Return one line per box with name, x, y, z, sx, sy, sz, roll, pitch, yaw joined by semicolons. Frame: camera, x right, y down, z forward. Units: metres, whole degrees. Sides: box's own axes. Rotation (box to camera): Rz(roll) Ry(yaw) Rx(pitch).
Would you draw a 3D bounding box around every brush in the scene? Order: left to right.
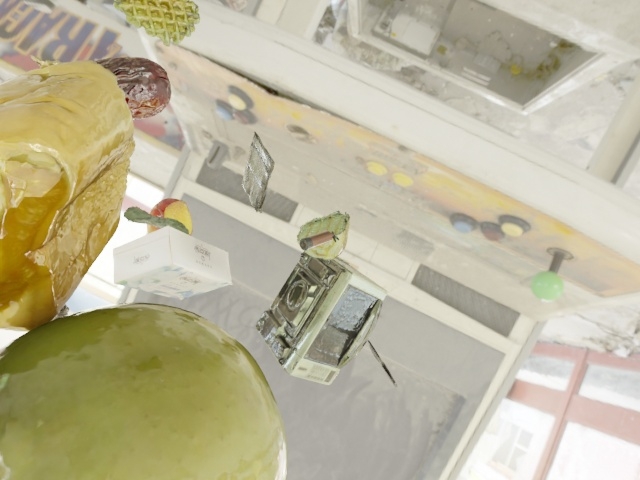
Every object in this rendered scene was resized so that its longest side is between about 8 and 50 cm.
brush;0.208;0.416;1.462;0.193;0.016;0.063;52;172;51

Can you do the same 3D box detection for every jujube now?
jujube;-0.671;-0.495;1.429;0.216;0.216;0.342;18;-151;38

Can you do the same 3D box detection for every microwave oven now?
microwave oven;-0.009;0.253;1.544;0.247;0.394;0.333;30;-178;-35

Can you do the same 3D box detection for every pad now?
pad;-0.215;-0.225;1.473;0.174;0.022;0.233;59;143;33

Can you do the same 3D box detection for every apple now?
apple;-0.279;0.309;0.594;0.473;0.474;0.473;26;169;6

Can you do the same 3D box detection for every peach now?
peach;-0.604;-0.069;1.751;0.190;0.192;0.190;34;-157;-17

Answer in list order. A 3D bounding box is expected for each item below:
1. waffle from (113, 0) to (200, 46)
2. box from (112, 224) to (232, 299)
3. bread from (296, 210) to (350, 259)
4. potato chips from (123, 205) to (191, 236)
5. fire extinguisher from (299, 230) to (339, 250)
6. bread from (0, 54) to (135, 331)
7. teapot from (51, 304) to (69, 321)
waffle;-0.370;-0.531;0.981;0.183;0.169;0.036;39;148;-14
box;-0.422;0.077;1.263;0.203;0.116;0.274;-19;157;17
bread;0.028;-0.001;1.148;0.156;0.103;0.110;-10;126;34
potato chips;-0.523;-0.056;1.396;0.228;0.059;0.167;16;172;34
fire extinguisher;0.000;0.000;0.755;0.083;0.022;0.028;-18;-115;-47
bread;-0.469;-0.076;0.658;0.250;0.361;0.394;18;-150;-13
teapot;-0.623;0.149;1.003;0.080;0.085;0.110;93;154;-71
